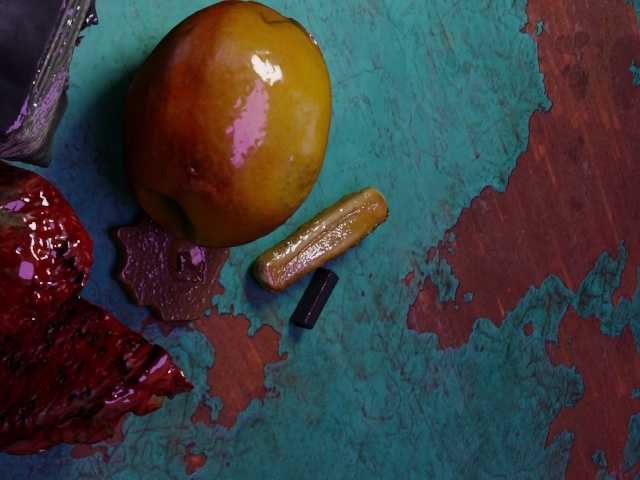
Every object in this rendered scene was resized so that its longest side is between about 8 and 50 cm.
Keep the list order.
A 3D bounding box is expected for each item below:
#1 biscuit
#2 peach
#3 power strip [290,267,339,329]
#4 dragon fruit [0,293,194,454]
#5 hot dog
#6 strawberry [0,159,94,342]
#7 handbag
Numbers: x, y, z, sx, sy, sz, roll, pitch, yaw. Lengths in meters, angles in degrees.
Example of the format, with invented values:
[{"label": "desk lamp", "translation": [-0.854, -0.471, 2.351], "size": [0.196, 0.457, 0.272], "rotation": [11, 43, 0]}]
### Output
[{"label": "biscuit", "translation": [-0.241, 0.026, 2.141], "size": [0.215, 0.034, 0.182], "rotation": [32, 74, -40]}, {"label": "peach", "translation": [-0.129, -0.178, 2.035], "size": [0.373, 0.290, 0.372], "rotation": [-7, 100, -46]}, {"label": "power strip", "translation": [-0.009, 0.099, 2.375], "size": [0.029, 0.038, 0.111], "rotation": [44, 69, -41]}, {"label": "dragon fruit", "translation": [-0.312, 0.234, 1.920], "size": [0.286, 0.329, 0.228], "rotation": [-59, 137, -20]}, {"label": "hot dog", "translation": [-0.001, -0.001, 2.346], "size": [0.289, 0.068, 0.083], "rotation": [-33, 96, -31]}, {"label": "strawberry", "translation": [-0.427, 0.032, 1.835], "size": [0.274, 0.274, 0.220], "rotation": [-46, 149, -28]}, {"label": "handbag", "translation": [-0.409, -0.249, 1.752], "size": [0.240, 0.247, 0.340], "rotation": [82, 23, -77]}]
